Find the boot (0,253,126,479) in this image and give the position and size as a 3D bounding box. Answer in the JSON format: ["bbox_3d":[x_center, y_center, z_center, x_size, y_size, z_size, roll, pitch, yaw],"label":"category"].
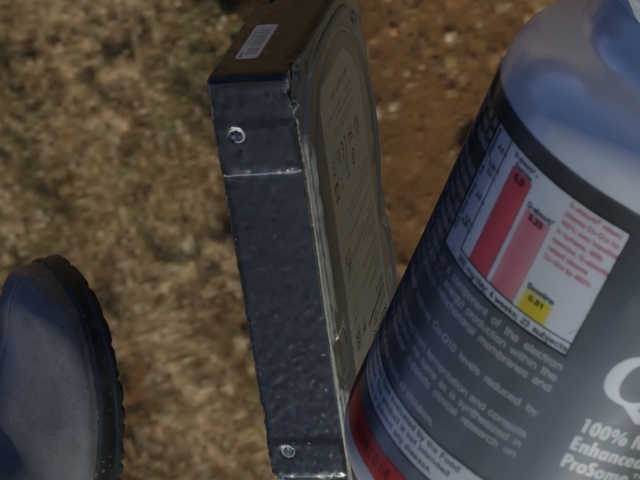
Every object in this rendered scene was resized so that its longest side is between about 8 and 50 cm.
[{"bbox_3d":[-0.250,0.176,1.049,0.118,0.222,0.338,29,114,53],"label":"boot"}]

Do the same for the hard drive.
[{"bbox_3d":[0.000,0.000,1.224,0.064,0.237,0.339,-2,115,13],"label":"hard drive"}]

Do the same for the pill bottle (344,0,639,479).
[{"bbox_3d":[0.165,0.001,0.902,0.210,0.210,0.363,44,127,31],"label":"pill bottle"}]
